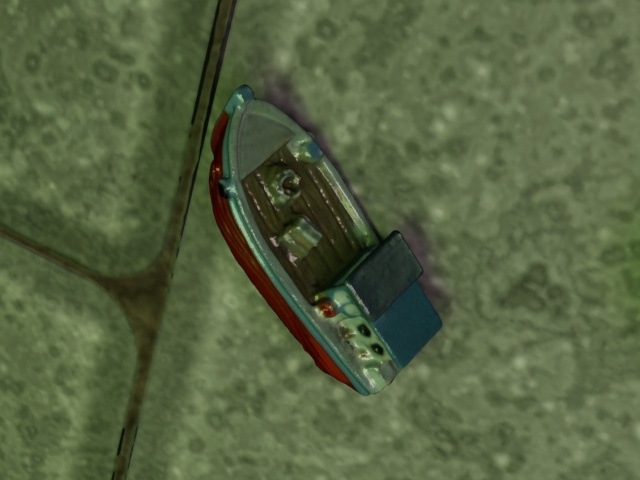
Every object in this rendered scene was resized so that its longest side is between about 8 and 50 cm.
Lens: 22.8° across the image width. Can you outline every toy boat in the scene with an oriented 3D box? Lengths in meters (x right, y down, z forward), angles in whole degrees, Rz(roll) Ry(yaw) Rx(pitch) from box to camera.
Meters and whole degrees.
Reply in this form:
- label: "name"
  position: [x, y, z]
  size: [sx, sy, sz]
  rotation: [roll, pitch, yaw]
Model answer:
- label: "toy boat"
  position: [0.000, 0.000, 0.788]
  size: [0.058, 0.069, 0.173]
  rotation: [-22, 105, 50]
